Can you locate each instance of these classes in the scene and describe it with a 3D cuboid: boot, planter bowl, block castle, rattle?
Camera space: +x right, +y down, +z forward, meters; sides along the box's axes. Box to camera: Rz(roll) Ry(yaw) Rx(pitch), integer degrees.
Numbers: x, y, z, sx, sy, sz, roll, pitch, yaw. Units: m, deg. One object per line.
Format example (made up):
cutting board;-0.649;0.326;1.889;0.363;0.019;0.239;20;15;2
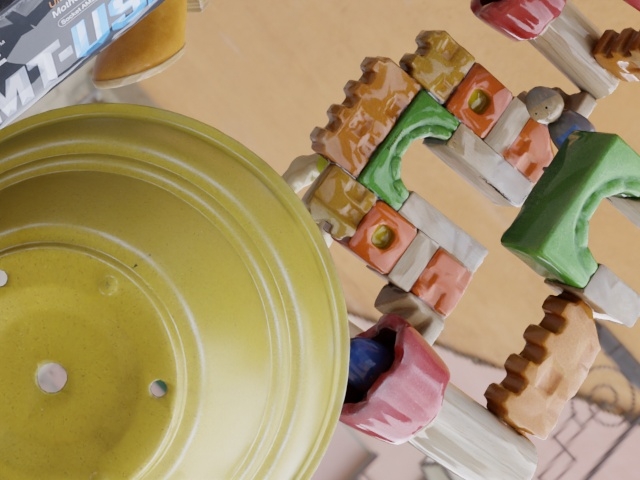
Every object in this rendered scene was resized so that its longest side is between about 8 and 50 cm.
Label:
boot;-0.210;-0.319;1.107;0.104;0.211;0.295;-2;-144;18
planter bowl;-0.097;0.049;0.401;0.217;0.217;0.090;-42;179;4
block castle;0.134;-0.055;0.817;0.453;0.212;0.303;-55;-159;-5
rattle;0.000;0.000;1.180;0.143;0.130;0.200;67;29;-54

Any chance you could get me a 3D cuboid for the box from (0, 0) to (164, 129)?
box;-0.190;-0.206;0.494;0.295;0.293;0.073;-40;157;-6
